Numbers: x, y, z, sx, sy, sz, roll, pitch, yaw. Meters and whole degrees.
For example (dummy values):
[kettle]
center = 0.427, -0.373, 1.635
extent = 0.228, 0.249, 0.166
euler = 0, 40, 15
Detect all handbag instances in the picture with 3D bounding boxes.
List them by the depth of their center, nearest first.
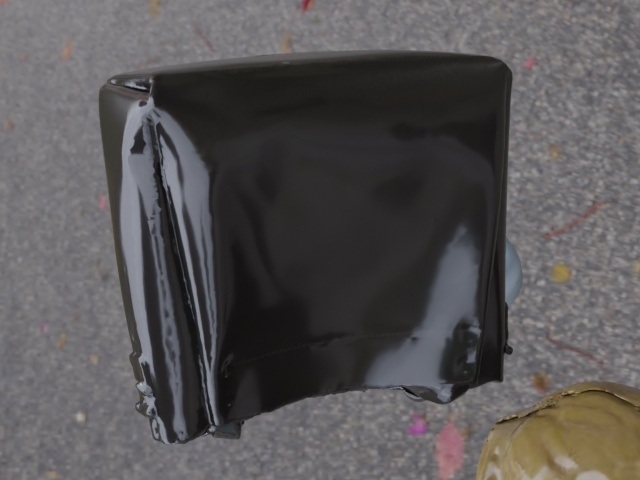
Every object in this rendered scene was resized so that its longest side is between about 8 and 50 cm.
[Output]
[handbag]
center = 0.000, 0.000, 0.744
extent = 0.113, 0.285, 0.257
euler = 6, 101, 63

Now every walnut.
[walnut]
center = 0.208, 0.205, 0.735
extent = 0.245, 0.198, 0.198
euler = 42, 113, 26

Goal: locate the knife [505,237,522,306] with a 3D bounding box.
[knife]
center = 0.111, -0.072, 0.979
extent = 0.080, 0.044, 0.331
euler = -18, 49, 5
